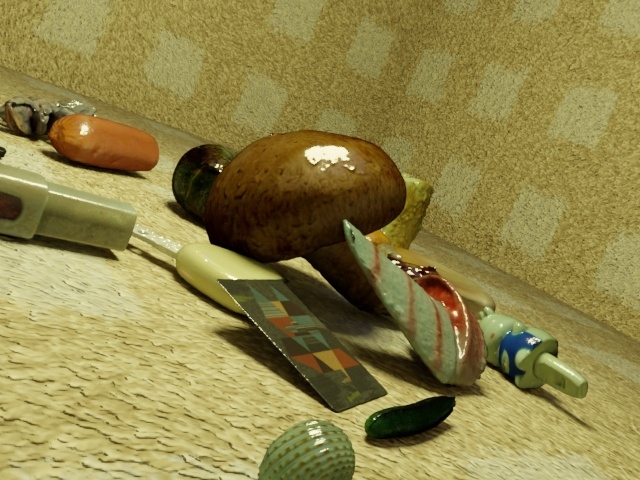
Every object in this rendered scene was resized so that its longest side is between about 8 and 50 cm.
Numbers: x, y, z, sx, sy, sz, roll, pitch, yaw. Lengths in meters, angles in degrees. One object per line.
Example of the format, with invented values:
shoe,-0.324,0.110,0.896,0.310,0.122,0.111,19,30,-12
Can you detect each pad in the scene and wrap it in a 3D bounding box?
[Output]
pad,-0.019,0.114,0.779,0.211,0.003,0.143,44,17,24

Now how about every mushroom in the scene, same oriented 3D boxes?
mushroom,-0.015,-0.009,1.081,0.334,0.356,0.331,-24,28,-39

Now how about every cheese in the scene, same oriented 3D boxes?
cheese,-0.172,0.029,0.917,0.251,0.054,0.127,25,9,16

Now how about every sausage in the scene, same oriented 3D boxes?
sausage,-0.461,-0.206,1.407,0.113,0.114,0.259,27,9,22

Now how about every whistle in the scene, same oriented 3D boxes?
whistle,0.340,0.191,1.102,0.092,0.110,0.244,-18,28,-24

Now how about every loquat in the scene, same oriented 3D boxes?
loquat,0.096,0.014,1.527,0.137,0.113,0.137,22,34,-16

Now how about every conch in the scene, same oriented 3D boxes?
conch,-0.007,0.169,0.500,0.076,0.057,0.085,4,16,-26

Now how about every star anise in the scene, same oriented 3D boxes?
star anise,-0.608,-0.275,1.451,0.229,0.093,0.236,15,12,20

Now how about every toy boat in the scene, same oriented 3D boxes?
toy boat,0.125,0.083,0.925,0.282,0.096,0.206,45,28,-29

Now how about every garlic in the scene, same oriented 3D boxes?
garlic,0.232,0.097,1.290,0.318,0.112,0.143,34,14,-30

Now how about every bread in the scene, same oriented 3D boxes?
bread,0.069,-0.114,1.763,0.395,0.239,0.264,27,9,37

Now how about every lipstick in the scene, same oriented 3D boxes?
lipstick,-0.356,-0.043,0.803,0.252,0.079,0.077,17,9,-42

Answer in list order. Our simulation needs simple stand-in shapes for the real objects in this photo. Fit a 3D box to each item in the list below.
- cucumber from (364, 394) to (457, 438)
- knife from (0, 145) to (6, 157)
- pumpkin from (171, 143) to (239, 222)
cucumber,0.103,0.191,0.711,0.184,0.033,0.036,10,41,-54
knife,-0.598,-0.167,1.117,0.121,0.018,0.031,20,16,-15
pumpkin,-0.187,-0.107,1.339,0.238,0.159,0.238,25,4,-2
